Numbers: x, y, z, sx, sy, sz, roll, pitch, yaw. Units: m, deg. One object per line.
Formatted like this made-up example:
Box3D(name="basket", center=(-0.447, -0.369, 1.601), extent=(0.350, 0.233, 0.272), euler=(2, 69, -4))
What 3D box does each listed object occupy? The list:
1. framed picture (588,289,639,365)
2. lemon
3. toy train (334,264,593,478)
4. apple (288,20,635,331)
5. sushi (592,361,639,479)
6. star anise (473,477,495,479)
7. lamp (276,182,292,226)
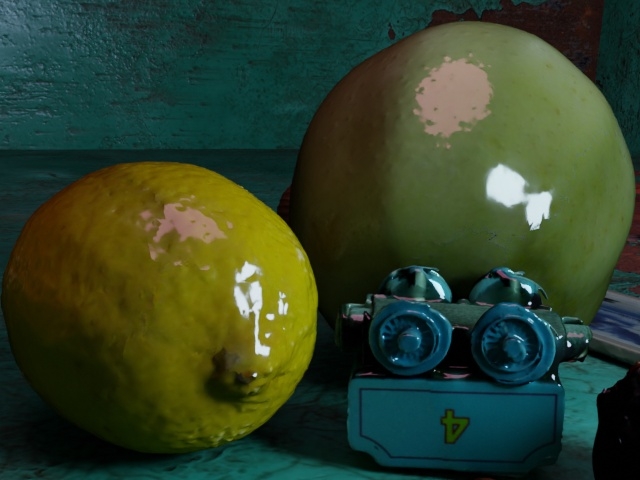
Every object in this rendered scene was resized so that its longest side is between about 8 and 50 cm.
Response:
Box3D(name="framed picture", center=(0.386, 0.108, 1.149), extent=(0.232, 0.024, 0.315), euler=(-4, 15, -38))
Box3D(name="lemon", center=(-0.128, 0.051, 0.779), extent=(0.263, 0.236, 0.236), euler=(32, 22, 19))
Box3D(name="toy train", center=(0.109, 0.104, 0.769), extent=(0.197, 0.154, 0.107), euler=(3, 15, 5))
Box3D(name="apple", center=(0.133, -0.028, 0.968), extent=(0.357, 0.357, 0.357), euler=(3, 12, -1))
Box3D(name="sushi", center=(0.265, 0.136, 0.665), extent=(0.150, 0.153, 0.172), euler=(-12, 5, -10))
Box3D(name="star anise", center=(0.115, 0.189, 0.593), extent=(0.167, 0.057, 0.168), euler=(3, 10, -1))
Box3D(name="lamp", center=(-0.001, -0.035, 1.472), extent=(0.136, 0.136, 0.136), euler=(3, 12, -1))
